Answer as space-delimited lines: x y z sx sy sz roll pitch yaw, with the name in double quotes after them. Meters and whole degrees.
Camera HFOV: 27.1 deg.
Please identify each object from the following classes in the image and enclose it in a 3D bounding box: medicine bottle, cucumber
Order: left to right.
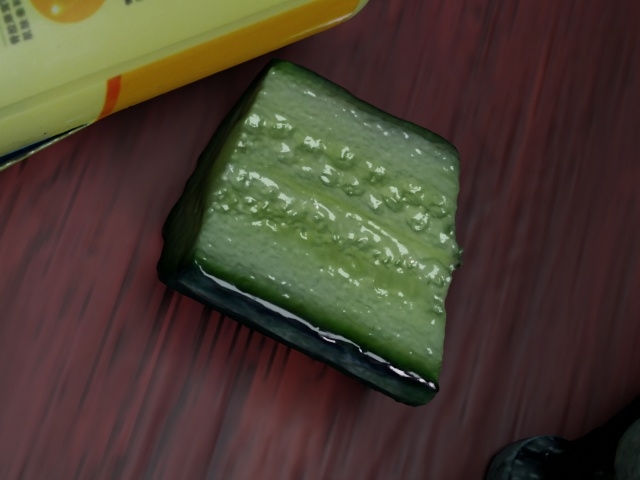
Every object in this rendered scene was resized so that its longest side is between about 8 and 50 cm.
-0.099 -0.101 0.502 0.239 0.124 0.124 -27 85 -25 "medicine bottle"
0.000 0.000 0.541 0.115 0.062 0.116 28 54 -13 "cucumber"

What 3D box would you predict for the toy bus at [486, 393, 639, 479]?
0.195 0.101 0.551 0.262 0.128 0.150 -32 88 -25 "toy bus"
